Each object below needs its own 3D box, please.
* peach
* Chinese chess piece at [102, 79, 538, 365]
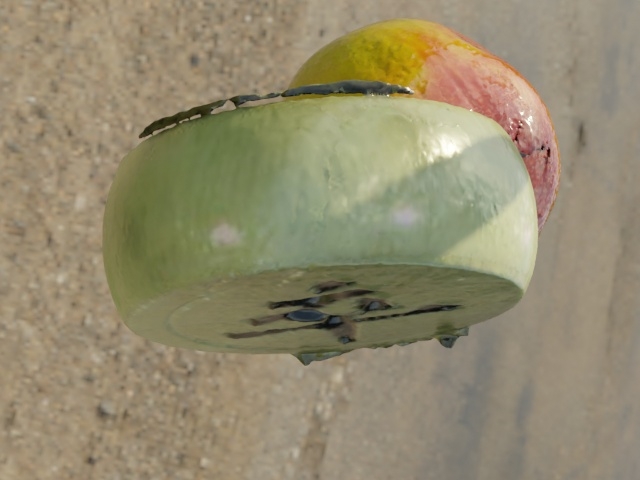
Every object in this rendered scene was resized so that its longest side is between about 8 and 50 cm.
[{"bbox_3d":[0.074,-0.061,1.108,0.231,0.231,0.231,-27,121,-57],"label":"peach"},{"bbox_3d":[0.000,0.000,0.614,0.188,0.188,0.083,23,59,-62],"label":"Chinese chess piece"}]
